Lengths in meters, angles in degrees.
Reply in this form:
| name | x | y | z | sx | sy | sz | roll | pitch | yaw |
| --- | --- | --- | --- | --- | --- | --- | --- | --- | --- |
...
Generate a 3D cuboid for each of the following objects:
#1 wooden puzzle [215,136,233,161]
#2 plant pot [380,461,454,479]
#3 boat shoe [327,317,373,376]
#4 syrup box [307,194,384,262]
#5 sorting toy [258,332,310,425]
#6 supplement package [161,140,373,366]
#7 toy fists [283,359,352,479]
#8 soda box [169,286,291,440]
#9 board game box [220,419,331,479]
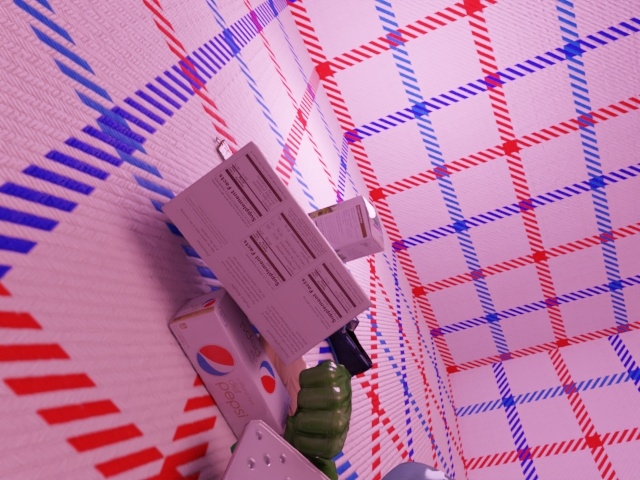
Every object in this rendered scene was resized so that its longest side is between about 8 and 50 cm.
| name | x | y | z | sx | sy | sz | roll | pitch | yaw |
| --- | --- | --- | --- | --- | --- | --- | --- | --- | --- |
| wooden puzzle | -0.187 | -0.171 | 0.988 | 0.049 | 0.006 | 0.083 | -82 | 149 | -57 |
| plant pot | 0.156 | 0.580 | 0.877 | 0.196 | 0.290 | 0.290 | -14 | 84 | -39 |
| boat shoe | 0.059 | 0.208 | 1.223 | 0.109 | 0.089 | 0.258 | -62 | 131 | -68 |
| syrup box | 0.000 | 0.000 | 0.996 | 0.093 | 0.237 | 0.096 | 36 | 39 | -62 |
| sorting toy | -0.064 | 0.216 | 0.860 | 0.193 | 0.038 | 0.208 | -87 | 161 | -61 |
| supplement package | -0.073 | 0.010 | 0.718 | 0.261 | 0.145 | 0.204 | 54 | 0 | -9 |
| toy fists | -0.010 | 0.318 | 0.734 | 0.142 | 0.096 | 0.278 | 61 | 40 | -85 |
| soda box | -0.121 | 0.177 | 0.696 | 0.069 | 0.074 | 0.216 | -71 | 139 | -65 |
| board game box | 0.002 | 0.439 | 0.485 | 0.390 | 0.050 | 0.390 | 44 | 23 | -8 |
